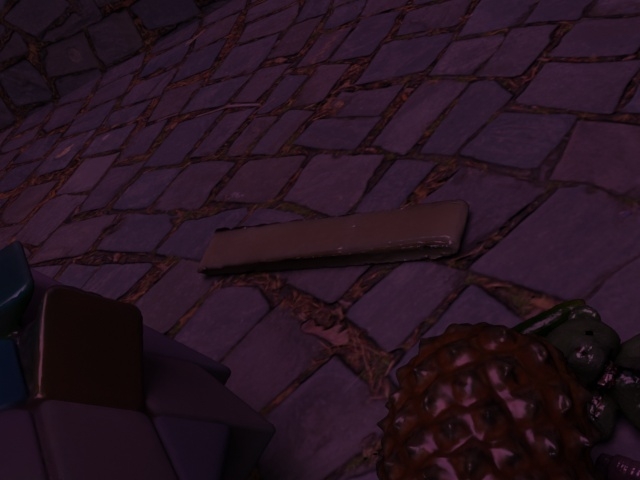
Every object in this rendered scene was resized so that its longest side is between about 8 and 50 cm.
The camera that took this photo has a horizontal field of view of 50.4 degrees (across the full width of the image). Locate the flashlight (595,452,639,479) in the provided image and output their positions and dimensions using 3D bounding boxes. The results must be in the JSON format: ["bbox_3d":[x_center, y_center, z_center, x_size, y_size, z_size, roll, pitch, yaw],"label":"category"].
[{"bbox_3d":[0.259,0.187,0.504,0.052,0.031,0.110,-27,24,-37],"label":"flashlight"}]

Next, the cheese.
[{"bbox_3d":[0.001,0.003,0.913,0.400,0.034,0.085,-7,47,31],"label":"cheese"}]

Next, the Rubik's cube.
[{"bbox_3d":[-0.252,0.220,0.562,0.358,0.368,0.387,-60,40,13],"label":"Rubik's cube"}]

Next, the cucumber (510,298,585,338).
[{"bbox_3d":[0.180,0.104,0.653,0.168,0.039,0.039,-27,36,3],"label":"cucumber"}]

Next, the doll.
[{"bbox_3d":[0.253,0.114,0.566,0.150,0.077,0.115,28,76,38],"label":"doll"}]

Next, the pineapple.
[{"bbox_3d":[0.098,0.232,0.461,0.175,0.175,0.361,-4,47,33],"label":"pineapple"}]
